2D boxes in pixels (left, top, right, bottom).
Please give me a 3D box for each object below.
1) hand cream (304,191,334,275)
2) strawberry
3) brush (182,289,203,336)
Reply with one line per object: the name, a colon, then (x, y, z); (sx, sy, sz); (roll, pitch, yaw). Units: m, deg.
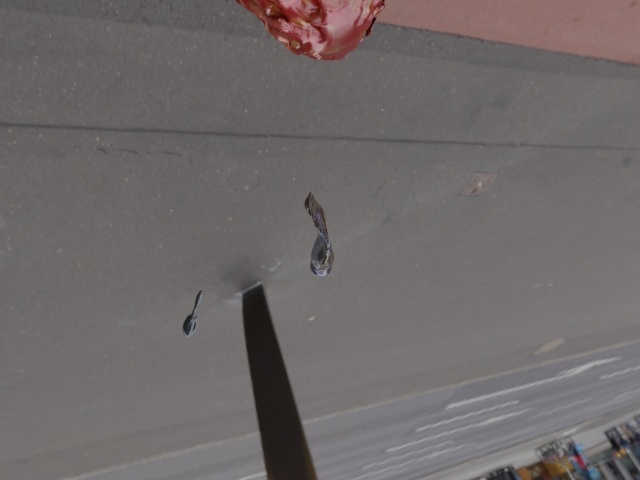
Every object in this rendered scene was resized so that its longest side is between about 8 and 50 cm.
hand cream: (0.000, 0.000, 0.708); (0.038, 0.062, 0.163); (-6, 149, -1)
strawberry: (0.005, -0.260, 0.448); (0.233, 0.178, 0.234); (-18, 176, -1)
brush: (-0.218, 0.126, 0.846); (0.024, 0.084, 0.008); (17, 179, -2)
